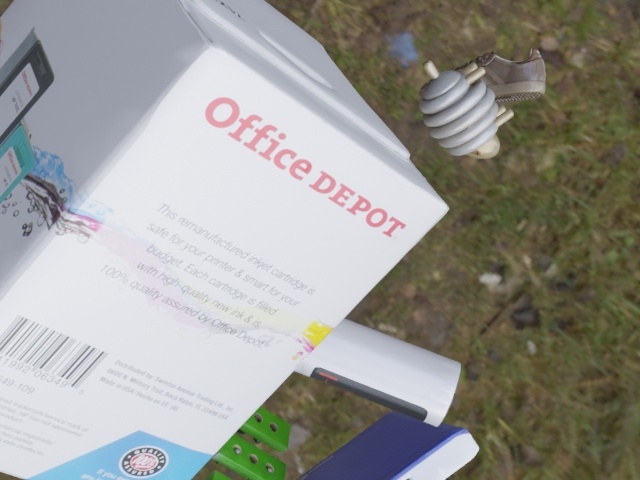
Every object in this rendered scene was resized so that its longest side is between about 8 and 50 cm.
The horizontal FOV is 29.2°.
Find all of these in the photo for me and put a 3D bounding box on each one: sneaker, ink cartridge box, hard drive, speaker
[{"bbox_3d":[0.238,-0.239,1.800,0.066,0.188,0.071,24,67,-67],"label":"sneaker"},{"bbox_3d":[-0.110,-0.017,0.720,0.270,0.197,0.198,-47,133,14],"label":"ink cartridge box"},{"bbox_3d":[0.064,0.300,1.573,0.210,0.318,0.040,-34,93,-11],"label":"hard drive"},{"bbox_3d":[0.039,0.098,0.973,0.136,0.055,0.055,22,107,0],"label":"speaker"}]

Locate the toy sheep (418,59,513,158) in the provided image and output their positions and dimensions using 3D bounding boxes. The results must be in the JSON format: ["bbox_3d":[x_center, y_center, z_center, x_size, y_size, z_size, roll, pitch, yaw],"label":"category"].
[{"bbox_3d":[0.152,-0.143,1.338,0.091,0.091,0.132,-38,104,-5],"label":"toy sheep"}]

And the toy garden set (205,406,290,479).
[{"bbox_3d":[-0.141,0.292,1.550,0.203,0.244,0.049,34,127,-23],"label":"toy garden set"}]
